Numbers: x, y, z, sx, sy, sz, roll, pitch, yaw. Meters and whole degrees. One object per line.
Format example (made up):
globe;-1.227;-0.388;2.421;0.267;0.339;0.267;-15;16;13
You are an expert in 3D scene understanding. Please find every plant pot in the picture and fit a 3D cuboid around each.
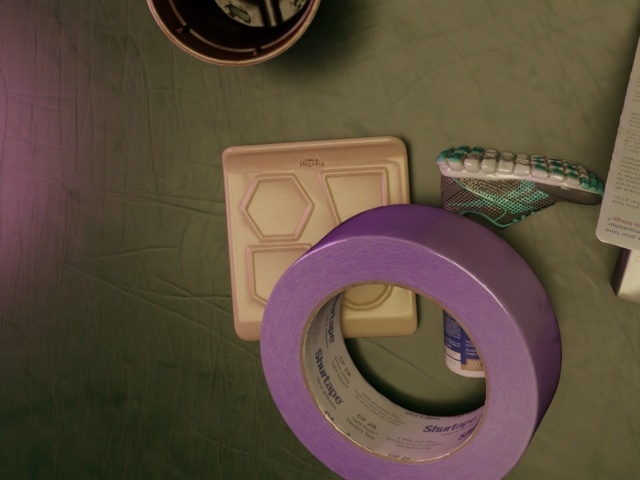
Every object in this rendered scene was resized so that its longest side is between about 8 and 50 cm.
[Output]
plant pot;-0.069;-0.259;1.090;0.166;0.165;0.167;2;105;6

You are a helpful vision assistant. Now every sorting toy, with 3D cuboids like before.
sorting toy;0.000;0.000;1.177;0.192;0.038;0.208;-3;99;11

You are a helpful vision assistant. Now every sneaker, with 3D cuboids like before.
sneaker;0.195;-0.046;1.128;0.166;0.065;0.076;9;113;13

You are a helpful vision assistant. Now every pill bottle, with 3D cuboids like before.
pill bottle;0.153;0.068;1.119;0.067;0.067;0.120;0;112;11

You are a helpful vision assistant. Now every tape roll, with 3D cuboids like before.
tape roll;0.083;0.108;1.078;0.274;0.090;0.275;11;115;24

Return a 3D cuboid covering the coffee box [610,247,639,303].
coffee box;0.413;0.017;1.063;0.246;0.098;0.141;17;98;9

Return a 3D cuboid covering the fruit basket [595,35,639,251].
fruit basket;0.411;-0.070;0.951;0.326;0.165;0.353;16;54;8
